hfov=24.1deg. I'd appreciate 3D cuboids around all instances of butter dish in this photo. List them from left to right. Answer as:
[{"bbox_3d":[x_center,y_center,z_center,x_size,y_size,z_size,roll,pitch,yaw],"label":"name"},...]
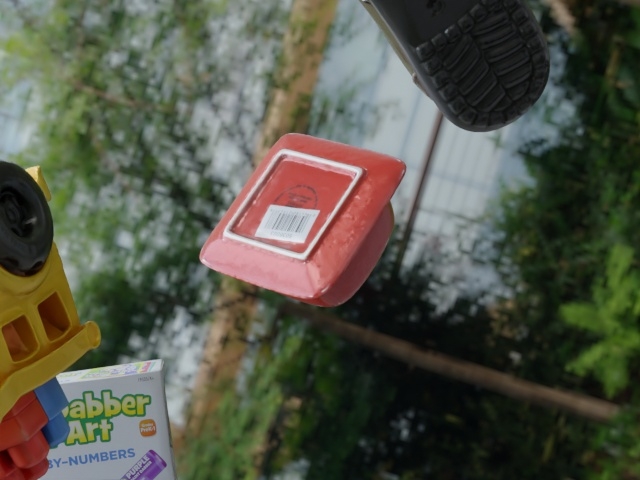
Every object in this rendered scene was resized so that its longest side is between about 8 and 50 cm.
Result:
[{"bbox_3d":[0.000,0.000,1.360,0.160,0.160,0.118,-56,-42,-21],"label":"butter dish"}]

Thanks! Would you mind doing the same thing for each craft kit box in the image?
[{"bbox_3d":[-0.230,0.232,1.182,0.061,0.249,0.247,-144,46,-85],"label":"craft kit box"}]

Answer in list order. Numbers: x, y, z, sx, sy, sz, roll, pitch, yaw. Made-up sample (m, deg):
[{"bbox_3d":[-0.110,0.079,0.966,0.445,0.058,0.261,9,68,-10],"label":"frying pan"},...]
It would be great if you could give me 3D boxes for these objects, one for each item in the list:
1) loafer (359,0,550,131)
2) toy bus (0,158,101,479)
[{"bbox_3d":[0.047,-0.249,1.162,0.366,0.133,0.130,63,173,-20],"label":"loafer"},{"bbox_3d":[-0.242,0.076,0.951,0.211,0.149,0.220,67,-155,-7],"label":"toy bus"}]
